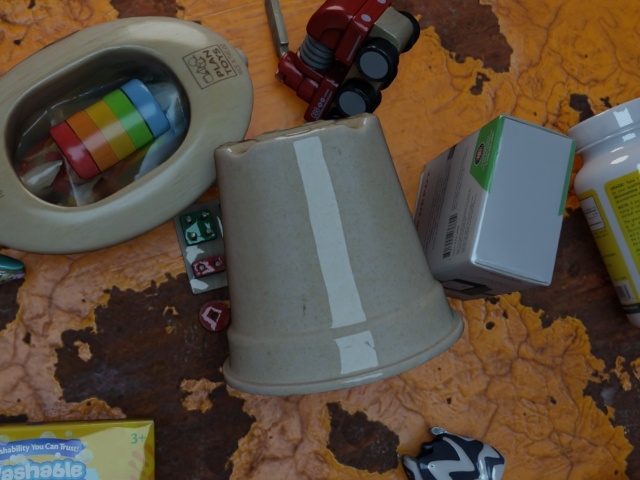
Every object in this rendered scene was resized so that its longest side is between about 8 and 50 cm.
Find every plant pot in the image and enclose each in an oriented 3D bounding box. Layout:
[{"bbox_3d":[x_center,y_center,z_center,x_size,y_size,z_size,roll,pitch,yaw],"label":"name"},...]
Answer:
[{"bbox_3d":[0.000,0.000,1.186,0.333,0.334,0.306,-14,100,-12],"label":"plant pot"}]

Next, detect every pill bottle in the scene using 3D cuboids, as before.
[{"bbox_3d":[0.516,-0.047,1.401,0.187,0.188,0.334,-20,86,-13],"label":"pill bottle"}]

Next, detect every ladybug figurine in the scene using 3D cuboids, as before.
[{"bbox_3d":[-0.294,-0.143,1.271,0.449,0.162,0.305,-30,81,-13],"label":"ladybug figurine"}]

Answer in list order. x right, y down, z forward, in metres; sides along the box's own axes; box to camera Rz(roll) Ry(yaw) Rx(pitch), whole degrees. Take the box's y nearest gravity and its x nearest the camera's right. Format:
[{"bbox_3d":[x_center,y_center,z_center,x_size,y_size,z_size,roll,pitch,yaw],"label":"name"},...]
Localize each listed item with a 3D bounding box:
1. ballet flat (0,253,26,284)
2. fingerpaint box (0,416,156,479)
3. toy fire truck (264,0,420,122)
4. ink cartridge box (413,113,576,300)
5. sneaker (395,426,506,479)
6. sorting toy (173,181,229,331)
[{"bbox_3d":[-0.529,0.034,1.261,0.221,0.077,0.079,20,97,-2],"label":"ballet flat"},{"bbox_3d":[-0.437,0.427,1.164,0.444,0.163,0.371,0,81,-11],"label":"fingerpaint box"},{"bbox_3d":[0.002,-0.302,1.343,0.246,0.217,0.158,33,48,1],"label":"toy fire truck"},{"bbox_3d":[0.233,-0.034,1.297,0.121,0.289,0.211,15,79,-11],"label":"ink cartridge box"},{"bbox_3d":[0.161,0.384,1.319,0.153,0.094,0.235,31,77,-3],"label":"sneaker"},{"bbox_3d":[-0.147,-0.009,1.345,0.132,0.046,0.275,-14,84,-12],"label":"sorting toy"}]
